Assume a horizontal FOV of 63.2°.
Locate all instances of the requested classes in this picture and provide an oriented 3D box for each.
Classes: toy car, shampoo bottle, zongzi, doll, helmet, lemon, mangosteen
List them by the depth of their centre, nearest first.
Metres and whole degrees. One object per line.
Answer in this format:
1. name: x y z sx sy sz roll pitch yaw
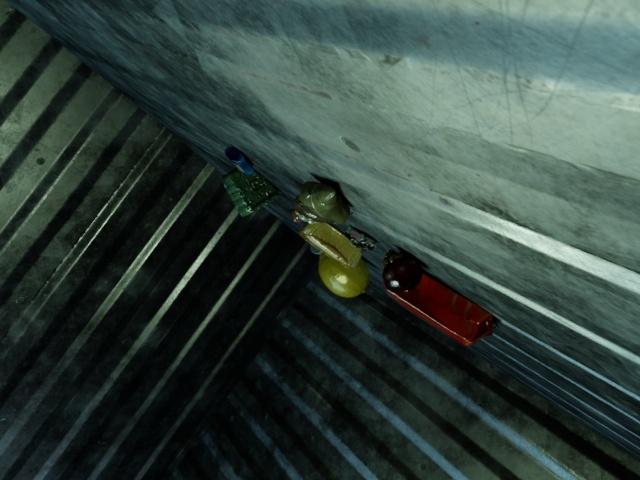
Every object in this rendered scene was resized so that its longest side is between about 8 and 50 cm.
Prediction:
1. zongzi: 0.052 -0.088 1.395 0.189 0.081 0.178 32 169 -30
2. mangosteen: 0.240 0.089 1.574 0.140 0.140 0.140 36 176 3
3. doll: -0.008 -0.091 1.713 0.188 0.096 0.145 27 -172 -28
4. toy car: 0.135 0.000 1.792 0.069 0.055 0.142 34 179 -34
5. shampoo bottle: -0.312 -0.306 2.037 0.087 0.050 0.183 32 175 14
6. helmet: -0.103 -0.126 2.398 0.065 0.049 0.084 -5 -120 -46
7. lemon: 0.117 0.159 2.587 0.236 0.235 0.263 56 -169 -79

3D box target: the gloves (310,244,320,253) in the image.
1. gloves: 0.005 -0.006 2.526 0.128 0.111 0.212 54 -151 -6

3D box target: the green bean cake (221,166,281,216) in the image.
1. green bean cake: -0.295 -0.231 2.231 0.107 0.193 0.208 -11 111 60

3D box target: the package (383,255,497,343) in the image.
1. package: 0.364 0.197 1.689 0.423 0.123 0.196 33 173 18

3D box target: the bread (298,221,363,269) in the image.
1. bread: 0.049 0.010 2.223 0.288 0.119 0.152 36 180 -8
